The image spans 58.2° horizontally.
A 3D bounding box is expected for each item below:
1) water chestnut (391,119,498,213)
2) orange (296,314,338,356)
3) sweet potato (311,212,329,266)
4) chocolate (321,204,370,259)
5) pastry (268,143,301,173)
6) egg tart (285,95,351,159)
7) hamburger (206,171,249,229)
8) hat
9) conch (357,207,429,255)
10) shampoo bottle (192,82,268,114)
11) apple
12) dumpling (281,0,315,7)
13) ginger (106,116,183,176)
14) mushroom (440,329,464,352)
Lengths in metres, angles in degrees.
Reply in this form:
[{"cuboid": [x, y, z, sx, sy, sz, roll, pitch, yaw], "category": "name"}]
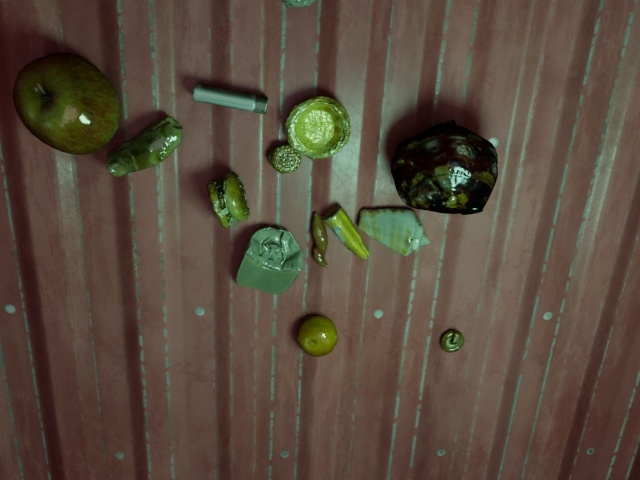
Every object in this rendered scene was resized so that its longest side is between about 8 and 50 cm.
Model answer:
[{"cuboid": [0.398, -0.250, 1.839, 0.336, 0.335, 0.346, 9, 69, -8], "category": "water chestnut"}, {"cuboid": [-0.010, 0.351, 2.123, 0.155, 0.134, 0.154, 3, 102, 16], "category": "orange"}, {"cuboid": [-0.002, 0.000, 2.016, 0.055, 0.058, 0.202, -4, 110, -1], "category": "sweet potato"}, {"cuboid": [0.101, -0.021, 2.008, 0.086, 0.085, 0.219, -37, 112, 10], "category": "chocolate"}, {"cuboid": [-0.118, -0.270, 1.901, 0.109, 0.057, 0.097, -2, 106, -6], "category": "pastry"}, {"cuboid": [-0.006, -0.365, 1.853, 0.213, 0.090, 0.212, -1, 110, -3], "category": "egg tart"}, {"cuboid": [-0.293, -0.127, 1.887, 0.114, 0.177, 0.185, -20, 85, -4], "category": "hamburger"}, {"cuboid": [-0.187, 0.070, 2.028, 0.214, 0.149, 0.244, 18, 145, -20], "category": "hat"}, {"cuboid": [0.258, -0.029, 1.988, 0.255, 0.127, 0.158, 9, 111, -8], "category": "conch"}, {"cuboid": [-0.280, -0.444, 1.800, 0.228, 0.086, 0.055, 10, 112, -8], "category": "shampoo bottle"}, {"cuboid": [-0.749, -0.401, 1.693, 0.309, 0.250, 0.277, 26, 108, -11], "category": "apple"}, {"cuboid": [-0.101, -0.810, 1.634, 0.205, 0.163, 0.293, -38, 98, 15], "category": "dumpling"}, {"cuboid": [-0.552, -0.291, 1.827, 0.263, 0.109, 0.116, -27, 114, 7], "category": "ginger"}, {"cuboid": [0.510, 0.374, 2.194, 0.088, 0.072, 0.129, 17, 144, 4], "category": "mushroom"}]
